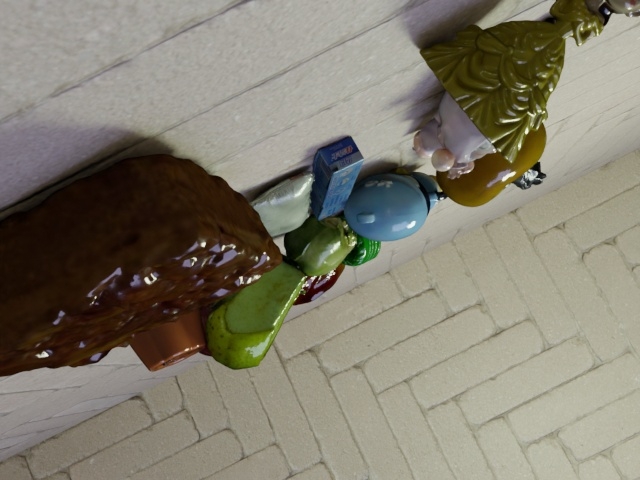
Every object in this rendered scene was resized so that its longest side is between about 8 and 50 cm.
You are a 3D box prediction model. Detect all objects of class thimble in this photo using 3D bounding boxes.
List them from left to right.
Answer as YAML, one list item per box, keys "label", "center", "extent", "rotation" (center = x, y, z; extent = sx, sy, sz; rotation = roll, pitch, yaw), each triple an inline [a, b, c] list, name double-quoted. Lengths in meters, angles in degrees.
- label: "thimble"
  center: [0.082, -0.008, 1.612]
  extent: [0.118, 0.130, 0.090]
  rotation: [16, -158, 41]

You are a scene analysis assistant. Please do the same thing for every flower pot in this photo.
- label: "flower pot"
  center: [-0.326, 0.168, 1.385]
  extent: [0.191, 0.173, 0.190]
  rotation: [-27, 171, -5]

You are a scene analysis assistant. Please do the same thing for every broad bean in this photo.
- label: "broad bean"
  center: [-0.037, 0.093, 1.829]
  extent: [0.228, 0.122, 0.156]
  rotation: [-28, 145, -22]

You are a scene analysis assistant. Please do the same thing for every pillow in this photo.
- label: "pillow"
  center: [-0.072, -0.056, 1.231]
  extent: [0.128, 0.051, 0.229]
  rotation: [-27, 167, -11]

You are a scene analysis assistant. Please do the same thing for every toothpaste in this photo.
- label: "toothpaste"
  center: [0.020, -0.106, 1.215]
  extent: [0.066, 0.053, 0.272]
  rotation: [-28, 169, -12]

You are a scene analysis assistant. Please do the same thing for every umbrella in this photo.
- label: "umbrella"
  center: [0.507, -0.186, 1.822]
  extent: [0.272, 0.122, 0.110]
  rotation: [-9, 117, -45]

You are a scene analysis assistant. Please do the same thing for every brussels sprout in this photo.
- label: "brussels sprout"
  center: [-0.005, 0.006, 1.491]
  extent: [0.145, 0.131, 0.183]
  rotation: [-50, 164, 9]

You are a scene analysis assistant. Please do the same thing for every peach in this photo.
- label: "peach"
  center: [0.357, -0.177, 1.389]
  extent: [0.251, 0.153, 0.251]
  rotation: [-42, -178, 2]

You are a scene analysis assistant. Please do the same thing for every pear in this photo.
- label: "pear"
  center: [-0.150, 0.155, 1.450]
  extent: [0.255, 0.164, 0.238]
  rotation: [-62, 176, -13]

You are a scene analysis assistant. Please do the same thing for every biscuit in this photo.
- label: "biscuit"
  center: [-0.277, 0.040, 0.904]
  extent: [0.395, 0.166, 0.342]
  rotation: [-26, 171, 8]

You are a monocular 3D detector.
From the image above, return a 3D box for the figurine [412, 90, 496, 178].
- label: "figurine"
  center: [0.246, -0.192, 1.128]
  extent: [0.200, 0.133, 0.276]
  rotation: [-36, 177, -16]

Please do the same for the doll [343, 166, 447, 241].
- label: "doll"
  center: [0.159, -0.083, 1.417]
  extent: [0.177, 0.141, 0.314]
  rotation: [2, -162, 30]

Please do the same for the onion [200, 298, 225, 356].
- label: "onion"
  center: [-0.221, 0.189, 1.674]
  extent: [0.246, 0.190, 0.246]
  rotation: [-39, -178, 2]

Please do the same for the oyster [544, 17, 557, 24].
- label: "oyster"
  center: [0.329, -0.304, 1.051]
  extent: [0.132, 0.029, 0.086]
  rotation: [-28, 163, 27]

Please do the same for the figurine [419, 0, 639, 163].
- label: "figurine"
  center: [0.309, -0.272, 0.846]
  extent: [0.315, 0.187, 0.168]
  rotation: [-39, 161, 20]
